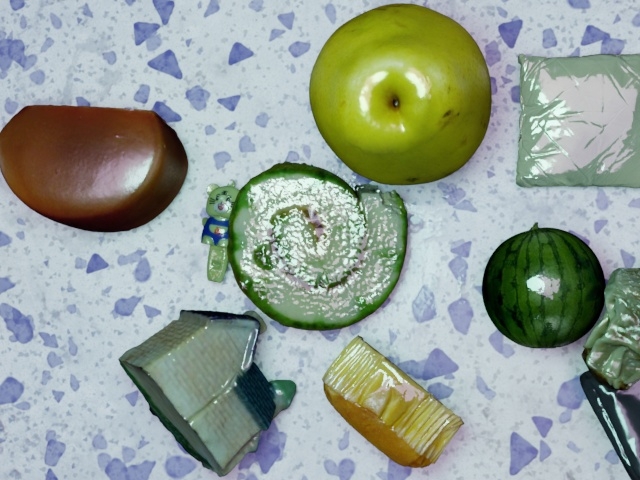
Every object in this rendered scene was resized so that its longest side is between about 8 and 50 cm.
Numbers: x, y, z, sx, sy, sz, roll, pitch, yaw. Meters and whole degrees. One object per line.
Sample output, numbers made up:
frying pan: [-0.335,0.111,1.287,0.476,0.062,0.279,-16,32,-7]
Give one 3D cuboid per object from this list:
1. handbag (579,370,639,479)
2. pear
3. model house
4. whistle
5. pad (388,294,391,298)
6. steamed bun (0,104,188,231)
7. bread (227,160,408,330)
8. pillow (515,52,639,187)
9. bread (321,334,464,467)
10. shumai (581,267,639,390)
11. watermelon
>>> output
handbag: [0.698,0.334,1.677,0.301,0.178,0.275,-24,68,6]
pear: [0.155,-0.280,1.675,0.362,0.418,0.363,2,105,7]
model house: [-0.213,0.289,1.801,0.284,0.243,0.298,-39,109,-21]
whistle: [-0.214,-0.022,1.874,0.105,0.085,0.228,10,88,11]
pad: [0.078,0.047,1.868,0.187,0.006,0.113,17,90,9]
steamed bun: [-0.489,-0.143,1.843,0.379,0.235,0.248,3,82,7]
bread: [0.000,0.000,1.787,0.381,0.129,0.366,-29,92,2]
pillow: [0.548,-0.249,1.786,0.274,0.076,0.281,1,92,11]
bread: [0.138,0.337,1.743,0.288,0.204,0.156,38,88,4]
shumai: [0.623,0.187,1.591,0.260,0.225,0.222,16,113,7]
watermelon: [0.439,0.093,1.698,0.242,0.242,0.242,0,87,8]
